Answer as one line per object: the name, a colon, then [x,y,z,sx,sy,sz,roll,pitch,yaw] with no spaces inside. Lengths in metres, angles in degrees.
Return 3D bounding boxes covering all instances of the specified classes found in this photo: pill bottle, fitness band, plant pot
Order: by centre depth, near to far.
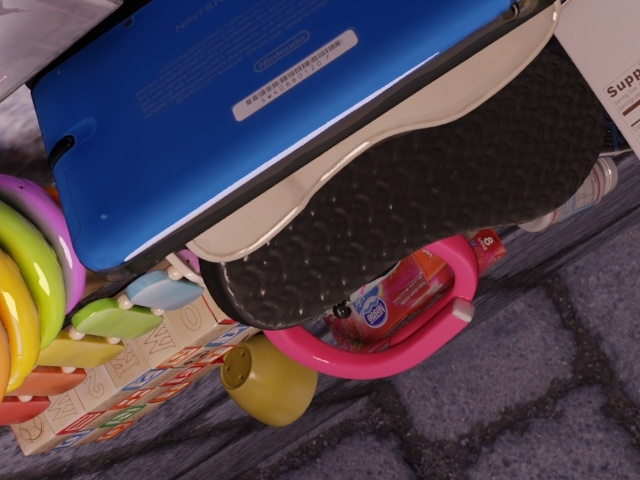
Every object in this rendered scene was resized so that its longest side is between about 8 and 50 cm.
fitness band: [0.049,0.062,1.399,0.291,0.209,0.054,-45,-157,45]
pill bottle: [0.336,-0.074,1.721,0.160,0.087,0.087,-21,164,-35]
plant pot: [-0.084,0.185,1.730,0.134,0.134,0.095,-38,141,29]

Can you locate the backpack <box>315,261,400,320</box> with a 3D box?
backpack: [0.000,0.000,1.203,0.115,0.152,0.182,-20,179,38]

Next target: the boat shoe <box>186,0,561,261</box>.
boat shoe: [0.019,-0.114,0.935,0.335,0.095,0.112,-34,131,2]

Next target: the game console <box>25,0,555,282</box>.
game console: [-0.003,-0.105,0.730,0.293,0.250,0.173,-33,140,10]

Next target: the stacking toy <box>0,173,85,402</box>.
stacking toy: [-0.209,0.024,0.770,0.166,0.175,0.302,-39,-176,42]

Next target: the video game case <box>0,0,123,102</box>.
video game case: [-0.253,-0.067,0.624,0.274,0.026,0.196,-34,167,17]

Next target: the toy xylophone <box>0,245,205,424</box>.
toy xylophone: [-0.241,0.081,1.066,0.322,0.081,0.236,-35,166,17]

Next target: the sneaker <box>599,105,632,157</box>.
sneaker: [0.384,-0.141,1.595,0.211,0.080,0.081,-20,160,-32]

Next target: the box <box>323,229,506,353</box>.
box: [0.102,0.039,1.556,0.128,0.123,0.257,-23,165,-31]

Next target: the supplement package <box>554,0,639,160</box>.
supplement package: [0.380,-0.138,1.131,0.175,0.293,0.177,-40,163,34]

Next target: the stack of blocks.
stack of blocks: [-0.171,0.105,1.292,0.297,0.087,0.171,-34,166,16]

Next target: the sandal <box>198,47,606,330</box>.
sandal: [0.074,-0.065,1.123,0.445,0.168,0.107,-23,-162,-28]
